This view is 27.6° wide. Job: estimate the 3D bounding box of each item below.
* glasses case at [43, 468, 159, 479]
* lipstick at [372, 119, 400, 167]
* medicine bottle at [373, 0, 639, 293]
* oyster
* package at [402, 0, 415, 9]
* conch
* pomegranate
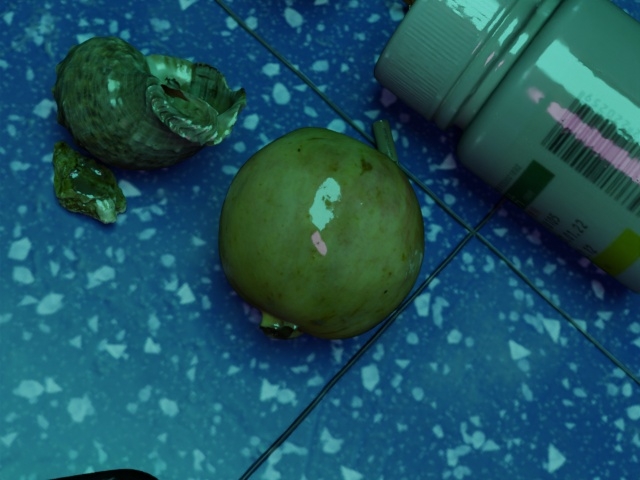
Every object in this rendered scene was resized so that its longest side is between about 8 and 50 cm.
[{"bbox_3d":[-0.262,0.260,1.036,0.314,0.075,0.122,-9,71,-16],"label":"glasses case"},{"bbox_3d":[0.069,-0.073,1.283,0.019,0.019,0.094,-7,70,-16],"label":"lipstick"},{"bbox_3d":[0.234,-0.126,1.241,0.339,0.208,0.208,37,65,4],"label":"medicine bottle"},{"bbox_3d":[-0.219,-0.053,1.199,0.093,0.034,0.051,33,57,6],"label":"oyster"},{"bbox_3d":[0.014,-0.385,1.327,0.223,0.108,0.288,15,66,-46],"label":"package"},{"bbox_3d":[-0.148,-0.130,1.186,0.155,0.207,0.130,-45,128,-30],"label":"conch"},{"bbox_3d":[0.002,-0.003,1.150,0.191,0.191,0.191,5,67,-12],"label":"pomegranate"}]
